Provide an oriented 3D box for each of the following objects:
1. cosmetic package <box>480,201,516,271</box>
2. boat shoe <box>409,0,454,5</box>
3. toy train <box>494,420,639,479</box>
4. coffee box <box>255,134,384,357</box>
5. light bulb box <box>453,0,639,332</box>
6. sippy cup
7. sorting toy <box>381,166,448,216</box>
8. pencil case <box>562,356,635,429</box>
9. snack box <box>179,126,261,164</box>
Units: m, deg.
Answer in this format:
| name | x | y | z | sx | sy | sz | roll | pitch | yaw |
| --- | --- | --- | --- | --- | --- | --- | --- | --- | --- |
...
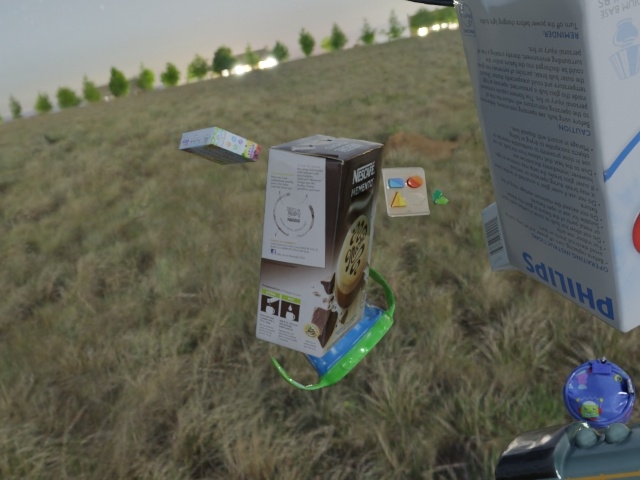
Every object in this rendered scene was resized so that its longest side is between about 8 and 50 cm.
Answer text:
| name | x | y | z | sx | sy | sz | roll | pitch | yaw |
| --- | --- | --- | --- | --- | --- | --- | --- | --- | --- |
| cosmetic package | 0.488 | -0.022 | 1.522 | 0.184 | 0.151 | 0.151 | -3 | -15 | -17 |
| boat shoe | 0.063 | -0.495 | 1.089 | 0.501 | 0.186 | 0.155 | 13 | 55 | -3 |
| toy train | 0.342 | 0.276 | 0.702 | 0.142 | 0.190 | 0.334 | -29 | -2 | -41 |
| coffee box | 0.000 | 0.000 | 1.023 | 0.119 | 0.296 | 0.168 | 13 | 21 | 22 |
| light bulb box | 0.386 | -0.152 | 0.754 | 0.358 | 0.360 | 0.225 | -23 | 25 | -10 |
| sippy cup | 0.019 | 0.197 | 1.635 | 0.240 | 0.224 | 0.305 | -48 | -6 | 39 |
| sorting toy | 0.116 | -0.060 | 0.818 | 0.083 | 0.061 | 0.012 | -4 | -10 | -21 |
| pencil case | 0.554 | 0.307 | 1.335 | 0.120 | 0.133 | 0.306 | 12 | -10 | 27 |
| snack box | -0.192 | -0.177 | 1.278 | 0.100 | 0.037 | 0.141 | 17 | -8 | -36 |
